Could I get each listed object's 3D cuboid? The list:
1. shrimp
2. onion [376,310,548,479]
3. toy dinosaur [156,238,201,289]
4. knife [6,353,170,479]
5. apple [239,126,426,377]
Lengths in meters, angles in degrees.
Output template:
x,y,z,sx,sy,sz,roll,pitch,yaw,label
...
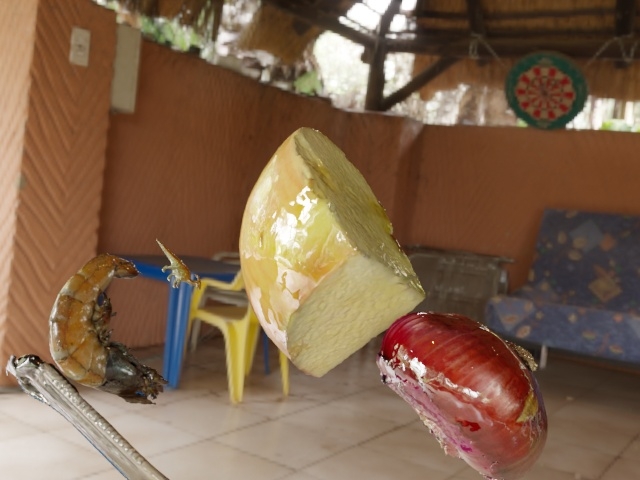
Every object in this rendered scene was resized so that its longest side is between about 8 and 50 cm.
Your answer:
x,y,z,sx,sy,sz,roll,pitch,yaw,label
-0.326,0.146,1.217,0.054,0.222,0.290,-5,-36,25,shrimp
0.171,0.176,0.898,0.248,0.161,0.248,28,-12,7,onion
-0.244,0.047,1.243,0.113,0.041,0.026,42,-19,9,toy dinosaur
-0.350,0.289,1.155,0.365,0.089,0.043,35,44,18,knife
0.000,0.000,1.093,0.252,0.314,0.309,-11,48,-21,apple
